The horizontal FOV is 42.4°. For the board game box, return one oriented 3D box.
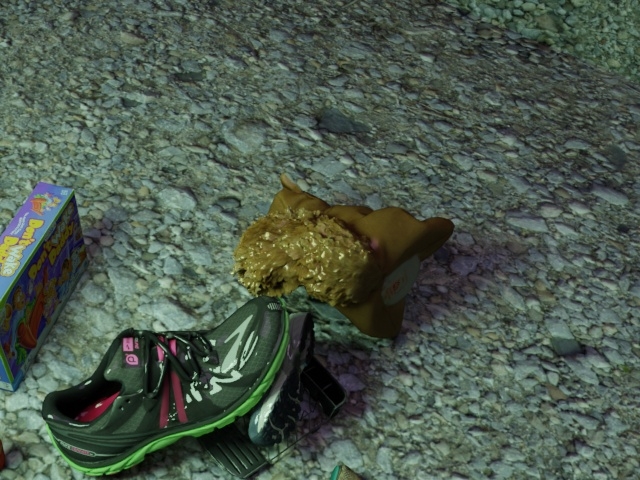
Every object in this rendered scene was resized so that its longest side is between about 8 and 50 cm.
[{"bbox_3d":[-0.581,0.088,1.629,0.078,0.233,0.347,13,48,6],"label":"board game box"}]

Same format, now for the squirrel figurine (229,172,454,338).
[{"bbox_3d":[0.000,0.000,1.695,0.370,0.281,0.397,34,19,32],"label":"squirrel figurine"}]

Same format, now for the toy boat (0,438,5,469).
[{"bbox_3d":[-0.542,0.444,1.361,0.267,0.148,0.318,-14,51,-18],"label":"toy boat"}]

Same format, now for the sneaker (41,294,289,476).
[{"bbox_3d":[-0.267,0.238,1.438,0.482,0.202,0.185,-31,37,-1],"label":"sneaker"}]

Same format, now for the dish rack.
[{"bbox_3d":[-0.110,0.316,1.577,0.271,0.074,0.208,-30,56,-29],"label":"dish rack"}]

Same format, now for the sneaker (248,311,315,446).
[{"bbox_3d":[-0.095,0.257,1.536,0.122,0.110,0.283,0,44,19],"label":"sneaker"}]

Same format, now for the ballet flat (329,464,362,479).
[{"bbox_3d":[0.029,0.490,1.438,0.067,0.073,0.206,26,52,-2],"label":"ballet flat"}]
